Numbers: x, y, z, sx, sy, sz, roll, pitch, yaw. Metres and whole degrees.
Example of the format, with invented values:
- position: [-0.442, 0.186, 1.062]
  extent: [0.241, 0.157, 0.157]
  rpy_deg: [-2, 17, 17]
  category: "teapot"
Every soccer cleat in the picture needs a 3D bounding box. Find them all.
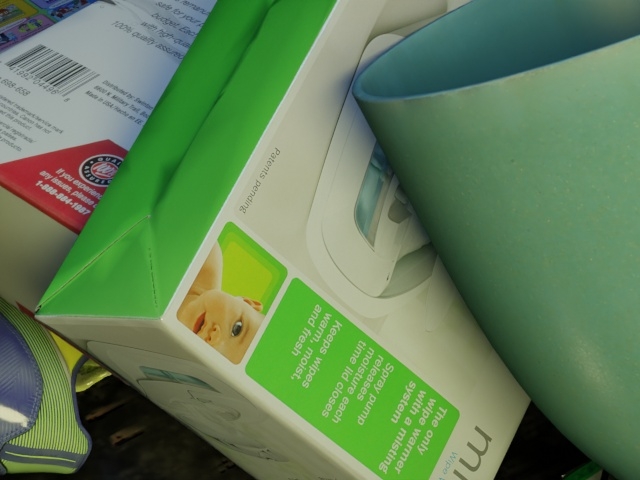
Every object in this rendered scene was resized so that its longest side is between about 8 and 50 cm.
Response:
- position: [-0.185, 0.047, 1.198]
  extent: [0.121, 0.093, 0.289]
  rpy_deg: [21, 31, -15]
  category: "soccer cleat"

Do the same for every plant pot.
- position: [0.192, -0.017, 0.853]
  extent: [0.293, 0.235, 0.293]
  rpy_deg: [-22, 12, 5]
  category: "plant pot"

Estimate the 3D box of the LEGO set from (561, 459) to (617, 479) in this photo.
- position: [0.258, 0.176, 0.924]
  extent: [0.331, 0.192, 0.255]
  rpy_deg: [-30, 15, -31]
  category: "LEGO set"

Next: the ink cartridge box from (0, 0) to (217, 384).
- position: [-0.081, -0.063, 1.130]
  extent: [0.273, 0.114, 0.197]
  rpy_deg: [-35, 47, -30]
  category: "ink cartridge box"

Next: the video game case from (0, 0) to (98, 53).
- position: [-0.219, -0.169, 1.503]
  extent: [0.212, 0.023, 0.193]
  rpy_deg: [-30, 44, -25]
  category: "video game case"

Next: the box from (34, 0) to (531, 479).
- position: [0.019, -0.005, 0.994]
  extent: [0.127, 0.231, 0.262]
  rpy_deg: [-1, 54, 52]
  category: "box"
